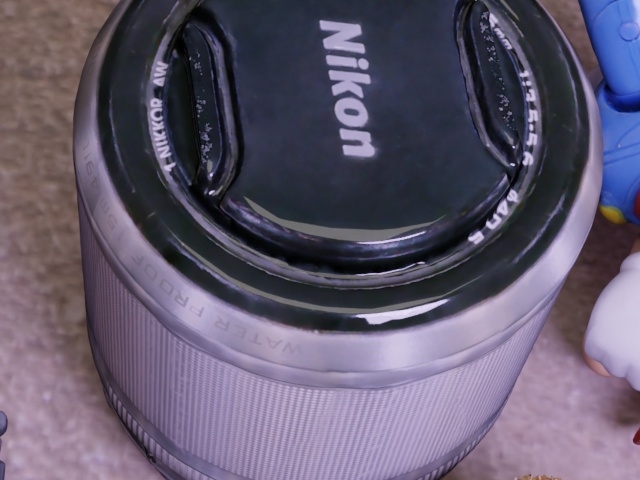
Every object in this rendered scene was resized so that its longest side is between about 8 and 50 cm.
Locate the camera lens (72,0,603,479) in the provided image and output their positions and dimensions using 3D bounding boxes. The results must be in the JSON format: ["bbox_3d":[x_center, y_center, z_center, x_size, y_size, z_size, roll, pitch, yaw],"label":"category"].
[{"bbox_3d":[0.000,0.000,0.828,0.219,0.274,0.219,2,63,-4],"label":"camera lens"}]

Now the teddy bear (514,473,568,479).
[{"bbox_3d":[0.145,0.257,0.762,0.245,0.113,0.338,16,58,-34],"label":"teddy bear"}]

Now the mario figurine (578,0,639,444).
[{"bbox_3d":[0.157,-0.020,0.914,0.198,0.170,0.320,-19,89,-35],"label":"mario figurine"}]

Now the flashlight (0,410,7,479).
[{"bbox_3d":[-0.304,0.101,0.850,0.304,0.103,0.103,5,26,-6],"label":"flashlight"}]
